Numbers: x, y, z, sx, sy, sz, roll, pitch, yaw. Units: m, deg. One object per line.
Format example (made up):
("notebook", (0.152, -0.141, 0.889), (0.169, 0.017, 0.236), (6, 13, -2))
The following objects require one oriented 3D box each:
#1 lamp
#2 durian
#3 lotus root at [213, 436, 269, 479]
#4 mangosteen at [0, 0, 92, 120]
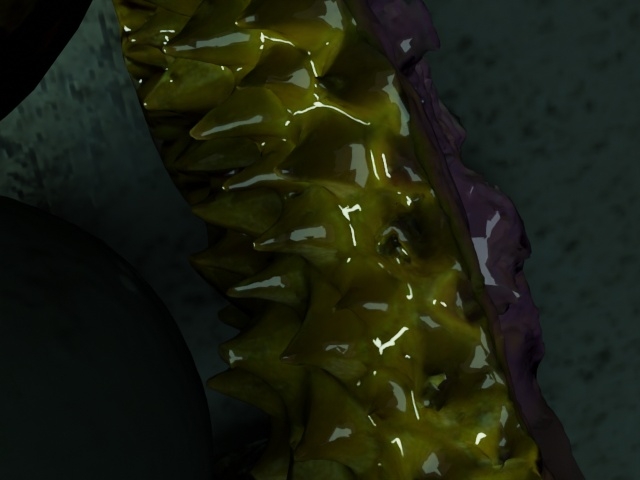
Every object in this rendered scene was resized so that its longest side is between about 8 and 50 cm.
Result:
("lamp", (-0.159, 0.106, 0.566), (0.182, 0.182, 0.314), (25, 140, -20))
("durian", (0.001, -0.001, 0.519), (0.112, 0.191, 0.341), (-17, 118, 13))
("lotus root", (0.012, 0.134, 0.626), (0.165, 0.088, 0.088), (29, 105, -22))
("mangosteen", (-0.153, -0.122, 0.435), (0.192, 0.217, 0.192), (-5, 151, -3))
